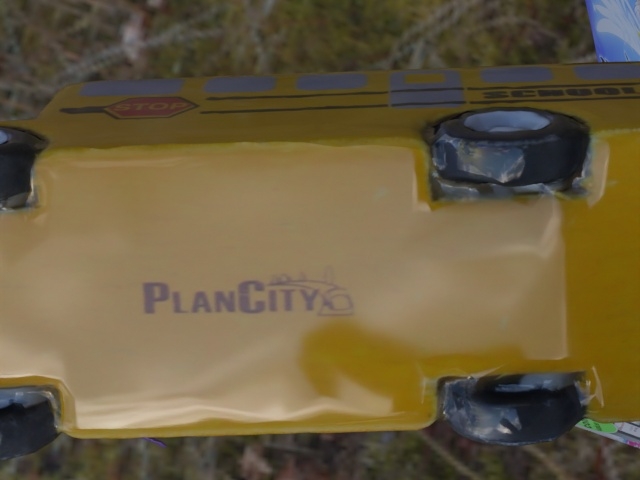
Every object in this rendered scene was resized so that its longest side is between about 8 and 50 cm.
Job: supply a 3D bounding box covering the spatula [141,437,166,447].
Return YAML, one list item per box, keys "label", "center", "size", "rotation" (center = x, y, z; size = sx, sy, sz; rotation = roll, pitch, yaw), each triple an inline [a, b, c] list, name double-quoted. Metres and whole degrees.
- label: "spatula"
  center: [-0.144, 0.041, 0.836]
  size: [0.030, 0.084, 0.296]
  rotation: [-63, 26, 6]

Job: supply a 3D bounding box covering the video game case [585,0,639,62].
- label: "video game case"
  center: [0.245, -0.109, 1.157]
  size: [0.244, 0.061, 0.269]
  rotation: [-133, 27, -73]

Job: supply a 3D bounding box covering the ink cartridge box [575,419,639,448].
- label: "ink cartridge box"
  center: [0.319, 0.068, 1.513]
  size: [0.270, 0.198, 0.197]
  rotation: [19, 71, 10]

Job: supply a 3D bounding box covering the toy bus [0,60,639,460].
- label: "toy bus"
  center: [0.000, 0.000, 0.637]
  size: [0.130, 0.332, 0.108]
  rotation: [-85, -7, -71]
